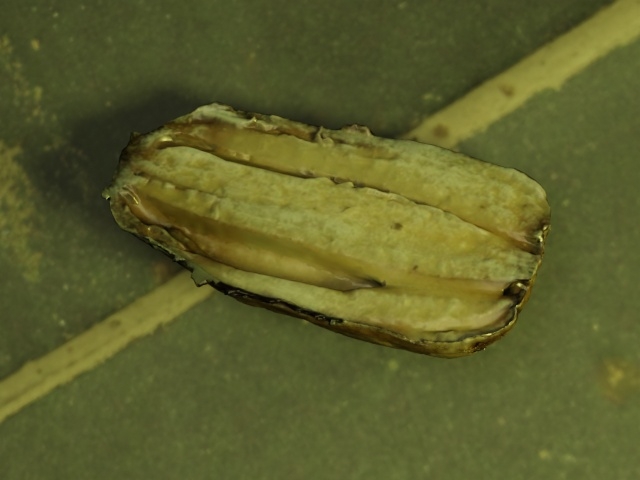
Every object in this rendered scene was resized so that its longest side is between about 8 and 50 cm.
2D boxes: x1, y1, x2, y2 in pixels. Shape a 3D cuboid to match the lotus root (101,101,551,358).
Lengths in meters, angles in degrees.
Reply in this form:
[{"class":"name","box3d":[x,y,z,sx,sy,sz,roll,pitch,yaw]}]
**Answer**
[{"class":"lotus root","box3d":[-0.001,0.000,1.245,0.329,0.078,0.167,18,58,23]}]
